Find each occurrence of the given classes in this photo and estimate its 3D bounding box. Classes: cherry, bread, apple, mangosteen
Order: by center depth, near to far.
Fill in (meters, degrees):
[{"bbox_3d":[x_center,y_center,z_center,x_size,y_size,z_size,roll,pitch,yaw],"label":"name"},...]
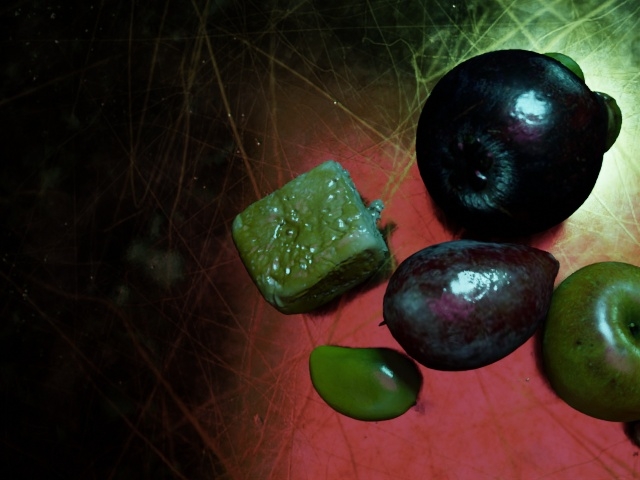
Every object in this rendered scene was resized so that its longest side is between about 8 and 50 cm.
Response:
[{"bbox_3d":[0.438,0.156,1.047,0.237,0.207,0.236,1,69,-2],"label":"apple"},{"bbox_3d":[0.223,0.094,1.068,0.300,0.230,0.203,-20,78,15],"label":"cherry"},{"bbox_3d":[0.297,-0.151,1.077,0.300,0.300,0.300,-2,82,12],"label":"mangosteen"},{"bbox_3d":[0.000,0.000,1.161,0.246,0.176,0.195,-31,65,9],"label":"bread"}]

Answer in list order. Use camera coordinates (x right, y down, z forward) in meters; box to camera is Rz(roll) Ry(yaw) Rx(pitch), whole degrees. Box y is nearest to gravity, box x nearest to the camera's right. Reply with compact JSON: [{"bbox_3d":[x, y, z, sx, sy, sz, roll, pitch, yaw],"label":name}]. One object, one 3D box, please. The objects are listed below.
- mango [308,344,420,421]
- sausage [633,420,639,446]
[{"bbox_3d":[0.072,0.240,1.163,0.191,0.085,0.122,0,92,22],"label":"mango"},{"bbox_3d":[0.673,0.226,1.026,0.419,0.094,0.094,-25,88,6],"label":"sausage"}]
